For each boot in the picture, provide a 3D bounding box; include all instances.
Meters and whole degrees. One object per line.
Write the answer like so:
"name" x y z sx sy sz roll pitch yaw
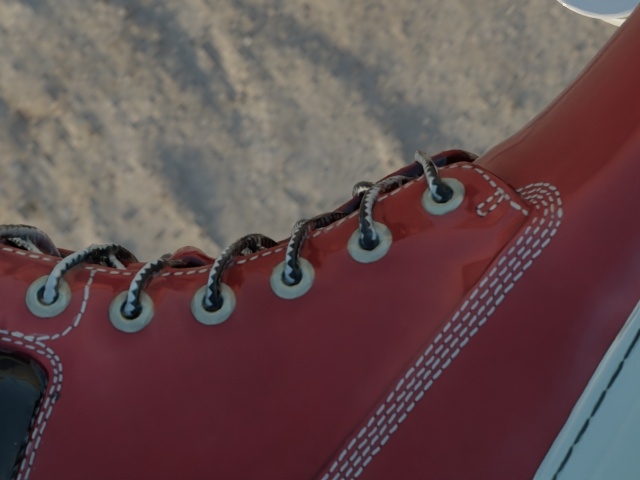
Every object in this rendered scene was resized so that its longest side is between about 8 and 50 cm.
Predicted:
"boot" 0.000 0.000 0.430 0.176 0.088 0.244 29 92 3

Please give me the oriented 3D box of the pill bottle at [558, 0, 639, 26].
"pill bottle" 0.293 -0.262 1.691 0.160 0.283 0.160 6 102 29
